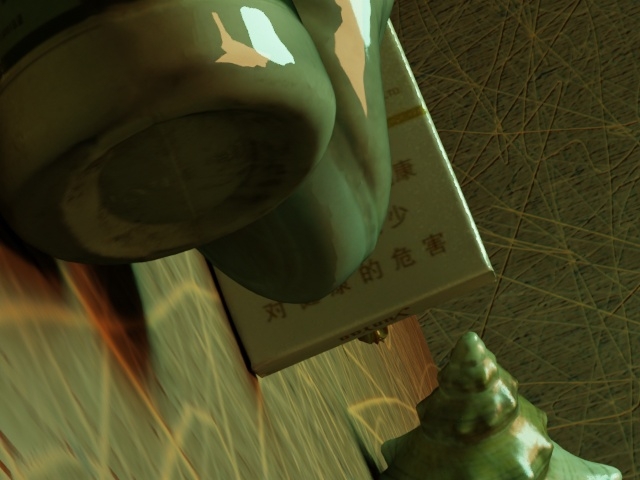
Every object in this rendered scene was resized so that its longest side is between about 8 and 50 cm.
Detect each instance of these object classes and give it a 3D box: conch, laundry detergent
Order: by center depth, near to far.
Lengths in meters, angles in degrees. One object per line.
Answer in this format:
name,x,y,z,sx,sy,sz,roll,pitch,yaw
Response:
laundry detergent,-0.067,-0.110,0.395,0.099,0.070,0.226,51,15,-75
conch,0.099,0.155,0.981,0.137,0.114,0.234,-36,110,-73

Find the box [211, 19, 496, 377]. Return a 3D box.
box,-0.011,-0.046,0.675,0.024,0.090,0.167,53,16,-75

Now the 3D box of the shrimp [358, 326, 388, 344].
shrimp,0.008,-0.002,1.077,0.095,0.045,0.162,-103,172,-69

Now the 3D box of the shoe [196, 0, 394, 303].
shoe,-0.031,-0.106,0.497,0.251,0.100,0.103,63,-22,9
